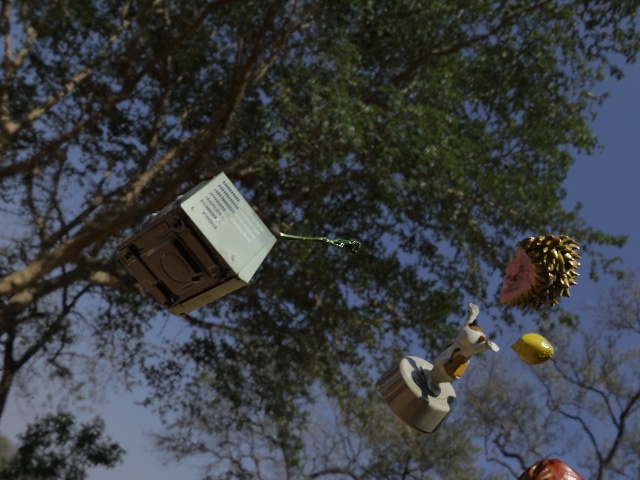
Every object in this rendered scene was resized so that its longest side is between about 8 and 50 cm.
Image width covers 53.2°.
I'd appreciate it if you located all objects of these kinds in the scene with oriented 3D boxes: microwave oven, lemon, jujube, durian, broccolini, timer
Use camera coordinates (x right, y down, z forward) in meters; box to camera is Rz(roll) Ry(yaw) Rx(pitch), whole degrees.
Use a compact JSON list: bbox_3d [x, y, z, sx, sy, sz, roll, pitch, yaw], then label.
[{"bbox_3d":[-0.390,0.029,1.990,0.394,0.247,0.333,-27,-73,41],"label":"microwave oven"},{"bbox_3d":[0.448,0.229,1.354,0.092,0.065,0.065,2,-47,40],"label":"lemon"},{"bbox_3d":[0.500,0.619,1.453,0.174,0.250,0.174,34,-6,4],"label":"jujube"},{"bbox_3d":[0.563,0.091,1.591,0.192,0.112,0.341,-3,-32,1],"label":"durian"},{"bbox_3d":[0.000,0.000,1.640,0.218,0.042,0.044,10,-67,-19],"label":"broccolini"},{"bbox_3d":[0.274,0.274,1.400,0.175,0.175,0.266,39,-65,3],"label":"timer"}]
